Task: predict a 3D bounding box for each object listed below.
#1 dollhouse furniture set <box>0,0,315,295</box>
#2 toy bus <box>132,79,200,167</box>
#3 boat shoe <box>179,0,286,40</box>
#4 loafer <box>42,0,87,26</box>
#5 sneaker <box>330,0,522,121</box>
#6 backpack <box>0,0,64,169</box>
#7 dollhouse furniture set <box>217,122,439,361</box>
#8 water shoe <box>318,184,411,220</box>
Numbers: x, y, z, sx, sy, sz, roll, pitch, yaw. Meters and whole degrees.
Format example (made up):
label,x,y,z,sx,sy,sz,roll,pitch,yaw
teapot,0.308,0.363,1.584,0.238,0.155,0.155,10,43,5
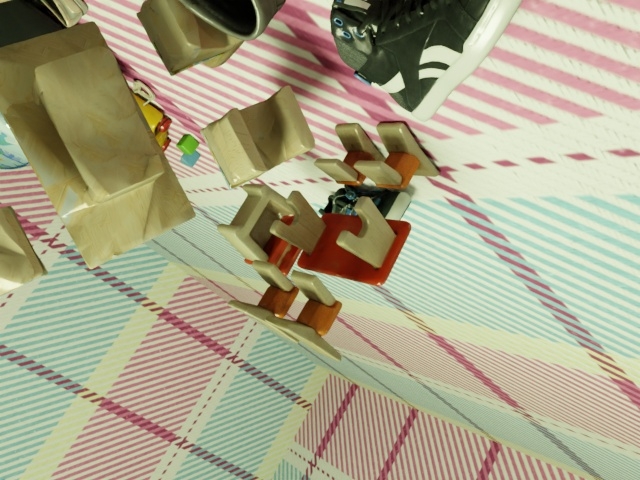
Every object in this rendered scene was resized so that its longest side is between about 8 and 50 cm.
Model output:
label,x,y,z,sx,sy,sz,roll,pitch,yaw
dollhouse furniture set,-0.279,-0.171,0.575,0.256,0.362,0.394,-8,110,63
toy bus,-0.339,-0.186,1.018,0.191,0.104,0.202,18,159,36
boat shoe,-0.147,-0.269,0.383,0.335,0.095,0.112,29,154,-36
loafer,-0.376,-0.343,0.754,0.125,0.039,0.045,40,162,-26
sneaker,0.067,-0.170,0.422,0.121,0.079,0.217,30,164,-1
backpack,-0.527,-0.258,0.949,0.290,0.273,0.355,39,172,-30
dollhouse furniture set,0.000,0.000,0.706,0.259,0.262,0.135,11,156,49
water shoe,0.053,-0.042,0.815,0.080,0.073,0.203,37,161,-12
